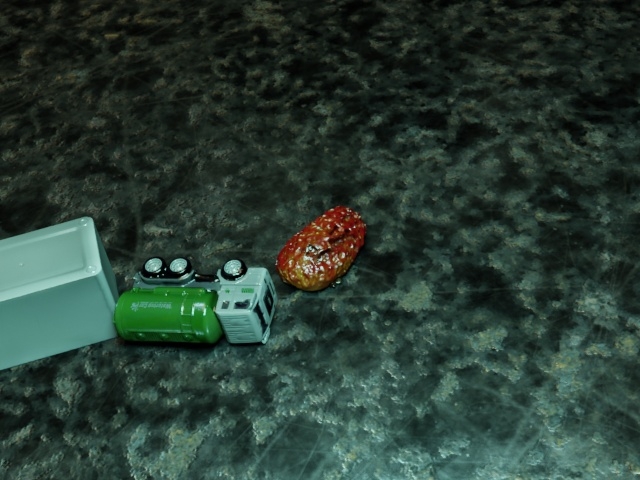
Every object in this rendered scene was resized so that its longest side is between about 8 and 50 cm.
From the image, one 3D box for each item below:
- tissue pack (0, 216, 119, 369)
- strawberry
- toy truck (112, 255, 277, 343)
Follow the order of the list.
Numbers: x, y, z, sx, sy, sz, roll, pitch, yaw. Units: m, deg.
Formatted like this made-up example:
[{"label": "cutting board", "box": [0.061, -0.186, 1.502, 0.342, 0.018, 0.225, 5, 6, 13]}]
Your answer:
[{"label": "tissue pack", "box": [-0.452, 0.085, 1.863, 0.246, 0.136, 0.159, -15, 41, -5]}, {"label": "strawberry", "box": [0.000, 0.000, 1.905, 0.121, 0.082, 0.188, 12, 48, 29]}, {"label": "toy truck", "box": [-0.195, 0.102, 1.817, 0.243, 0.101, 0.125, -1, 46, 16]}]
